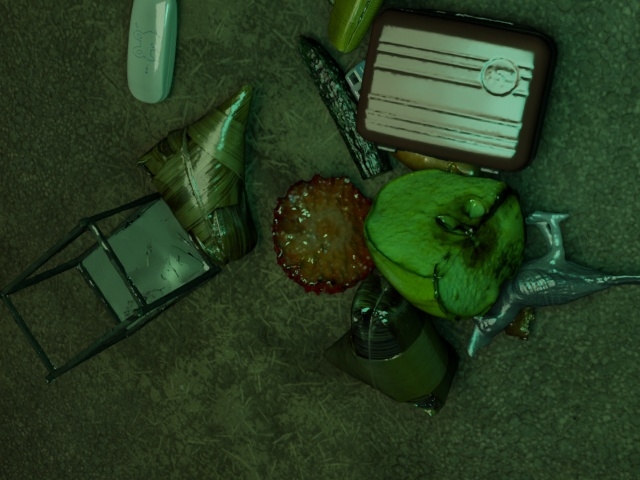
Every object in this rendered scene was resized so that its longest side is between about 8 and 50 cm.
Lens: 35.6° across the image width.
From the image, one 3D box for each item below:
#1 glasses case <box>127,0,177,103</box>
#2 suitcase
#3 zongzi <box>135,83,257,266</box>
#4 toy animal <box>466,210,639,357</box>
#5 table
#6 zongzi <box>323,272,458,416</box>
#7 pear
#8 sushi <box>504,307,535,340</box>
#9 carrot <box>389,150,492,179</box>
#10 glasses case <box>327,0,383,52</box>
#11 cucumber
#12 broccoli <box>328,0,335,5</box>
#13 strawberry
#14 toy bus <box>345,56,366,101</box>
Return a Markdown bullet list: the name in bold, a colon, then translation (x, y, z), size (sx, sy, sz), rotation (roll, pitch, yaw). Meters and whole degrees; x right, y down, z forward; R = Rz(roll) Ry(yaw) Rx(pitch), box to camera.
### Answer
- **glasses case**: translation (-0.330, -0.385, 1.953), size (0.092, 0.059, 0.233), rotation (21, 115, 24)
- **suitcase**: translation (0.216, -0.243, 1.593), size (0.297, 0.161, 0.236), rotation (14, 104, 15)
- **zongzi**: translation (-0.171, -0.124, 1.918), size (0.288, 0.134, 0.286), rotation (-33, 95, 26)
- **toy animal**: translation (0.393, 0.045, 1.659), size (0.367, 0.081, 0.206), rotation (-19, 81, 15)
- **table**: translation (-0.440, 0.090, 2.048), size (0.335, 0.272, 0.222), rotation (-35, 87, 33)
- **zongzi**: translation (0.068, 0.166, 1.810), size (0.317, 0.154, 0.289), rotation (6, 141, 38)
- **pear**: translation (0.172, 0.011, 1.624), size (0.255, 0.238, 0.164), rotation (16, 146, 39)
- **sushi**: translation (0.346, 0.117, 1.739), size (0.060, 0.061, 0.118), rotation (-9, 112, -9)
- **carrot**: translation (0.202, -0.138, 1.720), size (0.193, 0.087, 0.087), rotation (25, 117, 27)
- **glasses case**: translation (0.075, -0.407, 1.571), size (0.234, 0.064, 0.079), rotation (-63, 29, 29)
- **cucumber**: translation (0.040, -0.245, 1.785), size (0.067, 0.067, 0.293), rotation (-28, 90, 34)
- **broccoli**: translation (0.057, -0.457, 1.667), size (0.146, 0.138, 0.162), rotation (30, 115, -22)
- **strawberry**: translation (0.000, 0.000, 1.851), size (0.234, 0.234, 0.178), rotation (58, 155, 1)
- **toy bus**: translation (0.101, -0.258, 1.747), size (0.075, 0.060, 0.123), rotation (-31, 89, 32)
